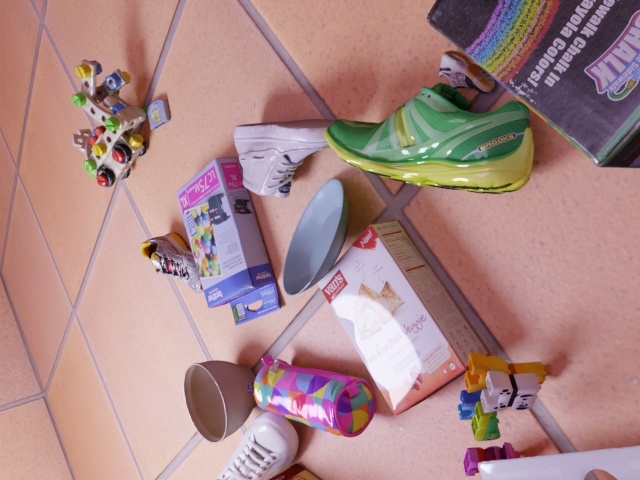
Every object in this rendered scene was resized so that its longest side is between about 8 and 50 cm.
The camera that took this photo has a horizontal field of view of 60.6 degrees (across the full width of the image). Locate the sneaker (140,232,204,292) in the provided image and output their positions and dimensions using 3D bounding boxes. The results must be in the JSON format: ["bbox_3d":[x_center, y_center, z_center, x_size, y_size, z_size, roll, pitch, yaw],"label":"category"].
[{"bbox_3d":[-0.324,0.057,1.223,0.225,0.092,0.088,28,118,40],"label":"sneaker"}]

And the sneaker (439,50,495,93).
[{"bbox_3d":[0.179,-0.199,0.675,0.083,0.031,0.037,52,145,33],"label":"sneaker"}]

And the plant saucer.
[{"bbox_3d":[0.000,0.000,0.855,0.195,0.037,0.195,-52,25,36],"label":"plant saucer"}]

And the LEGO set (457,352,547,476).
[{"bbox_3d":[0.227,0.196,0.663,0.227,0.093,0.087,84,-178,-46],"label":"LEGO set"}]

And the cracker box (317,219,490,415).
[{"bbox_3d":[0.108,0.108,0.786,0.232,0.067,0.156,59,134,22],"label":"cracker box"}]

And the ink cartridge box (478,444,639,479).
[{"bbox_3d":[0.370,0.394,0.558,0.308,0.091,0.385,-33,72,46],"label":"ink cartridge box"}]

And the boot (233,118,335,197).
[{"bbox_3d":[-0.054,-0.132,0.904,0.258,0.095,0.124,15,115,54],"label":"boot"}]

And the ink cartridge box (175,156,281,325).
[{"bbox_3d":[-0.189,0.012,1.094,0.185,0.065,0.311,-26,81,47],"label":"ink cartridge box"}]

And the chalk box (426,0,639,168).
[{"bbox_3d":[0.269,-0.175,0.452,0.289,0.179,0.180,55,132,30],"label":"chalk box"}]

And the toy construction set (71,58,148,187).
[{"bbox_3d":[-0.528,-0.262,1.330,0.215,0.151,0.327,49,143,-4],"label":"toy construction set"}]

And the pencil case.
[{"bbox_3d":[-0.020,0.263,0.937,0.236,0.104,0.105,0,98,46],"label":"pencil case"}]

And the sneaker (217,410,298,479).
[{"bbox_3d":[-0.130,0.445,1.062,0.105,0.123,0.290,33,129,9],"label":"sneaker"}]

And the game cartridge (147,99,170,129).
[{"bbox_3d":[-0.372,-0.291,1.256,0.083,0.017,0.056,-10,87,48],"label":"game cartridge"}]

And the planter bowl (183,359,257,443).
[{"bbox_3d":[-0.194,0.317,1.127,0.162,0.109,0.162,13,107,46],"label":"planter bowl"}]

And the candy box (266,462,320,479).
[{"bbox_3d":[-0.089,0.606,1.021,0.087,0.182,0.317,18,111,45],"label":"candy box"}]

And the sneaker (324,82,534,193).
[{"bbox_3d":[0.133,-0.133,0.697,0.295,0.109,0.124,15,94,42],"label":"sneaker"}]
